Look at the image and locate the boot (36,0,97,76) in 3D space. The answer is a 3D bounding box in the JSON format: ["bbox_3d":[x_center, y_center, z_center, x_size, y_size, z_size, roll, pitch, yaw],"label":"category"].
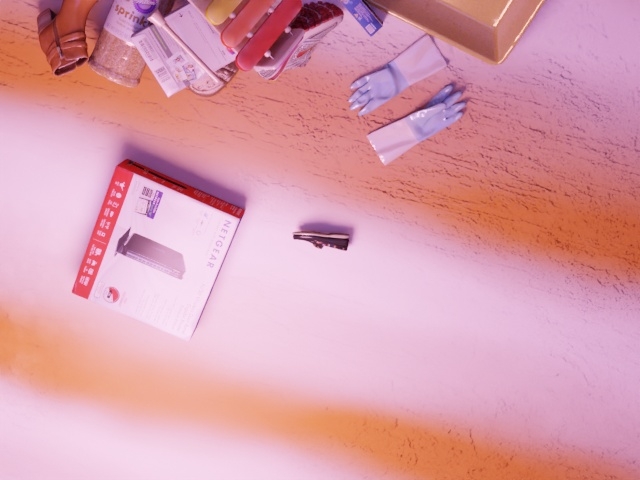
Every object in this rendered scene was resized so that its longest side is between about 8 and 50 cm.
[{"bbox_3d":[-0.513,-0.450,1.715,0.197,0.073,0.153,-31,67,24],"label":"boot"}]

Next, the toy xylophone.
[{"bbox_3d":[-0.188,-0.453,1.583,0.322,0.081,0.236,37,72,-27],"label":"toy xylophone"}]

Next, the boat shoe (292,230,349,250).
[{"bbox_3d":[0.000,0.000,1.861,0.132,0.049,0.042,6,99,-2],"label":"boat shoe"}]

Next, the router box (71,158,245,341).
[{"bbox_3d":[-0.375,0.024,1.877,0.301,0.082,0.336,23,107,-3],"label":"router box"}]

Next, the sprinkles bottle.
[{"bbox_3d":[-0.367,-0.503,1.697,0.121,0.121,0.356,28,107,-4],"label":"sprinkles bottle"}]

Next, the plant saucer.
[{"bbox_3d":[0.294,-0.553,1.599,0.332,0.081,0.333,25,139,-4],"label":"plant saucer"}]

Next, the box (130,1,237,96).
[{"bbox_3d":[-0.271,-0.403,1.667,0.186,0.038,0.145,-27,117,8],"label":"box"}]

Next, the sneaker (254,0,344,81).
[{"bbox_3d":[-0.047,-0.425,1.726,0.225,0.088,0.093,-33,141,3],"label":"sneaker"}]

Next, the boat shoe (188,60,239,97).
[{"bbox_3d":[-0.200,-0.440,1.731,0.104,0.089,0.285,24,111,-19],"label":"boat shoe"}]

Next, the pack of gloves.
[{"bbox_3d":[0.186,-0.300,1.759,0.232,0.046,0.195,-32,103,12],"label":"pack of gloves"}]

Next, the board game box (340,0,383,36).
[{"bbox_3d":[0.051,-0.507,1.658,0.035,0.136,0.201,-40,101,15],"label":"board game box"}]
